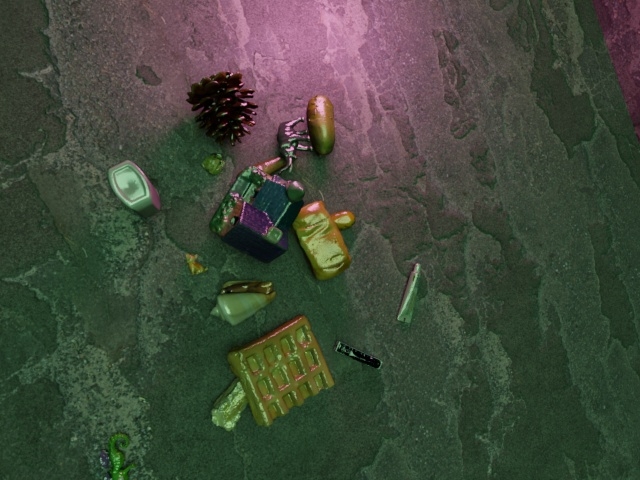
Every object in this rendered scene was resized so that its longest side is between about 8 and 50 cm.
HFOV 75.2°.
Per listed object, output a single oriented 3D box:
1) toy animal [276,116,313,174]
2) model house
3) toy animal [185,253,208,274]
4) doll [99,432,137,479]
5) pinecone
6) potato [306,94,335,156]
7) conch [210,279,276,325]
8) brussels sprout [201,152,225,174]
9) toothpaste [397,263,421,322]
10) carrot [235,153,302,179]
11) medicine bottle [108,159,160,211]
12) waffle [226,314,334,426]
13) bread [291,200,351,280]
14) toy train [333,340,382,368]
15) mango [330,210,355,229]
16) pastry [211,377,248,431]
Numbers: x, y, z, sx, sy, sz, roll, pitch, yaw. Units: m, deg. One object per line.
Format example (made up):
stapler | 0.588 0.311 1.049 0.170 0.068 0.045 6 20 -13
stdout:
toy animal | -0.102 -0.370 1.618 0.137 0.082 0.269 -7 61 4
model house | -0.202 -0.094 1.477 0.245 0.280 0.312 35 84 -27
toy animal | -0.465 0.084 1.550 0.081 0.060 0.083 -15 90 25
doll | -0.701 0.767 1.443 0.115 0.050 0.190 -10 86 -11
pinecone | -0.346 -0.477 1.529 0.264 0.264 0.264 1 86 -14
potato | 0.001 -0.456 1.657 0.113 0.149 0.251 0 86 -7
conch | -0.294 0.235 1.564 0.255 0.127 0.158 -6 56 -35
brussels sprout | -0.404 -0.299 1.595 0.085 0.058 0.085 7 75 -28
toothpaste | 0.382 0.221 1.758 0.067 0.037 0.255 17 85 -18
carrot | -0.196 -0.291 1.644 0.298 0.078 0.078 -31 93 -20
medicine bottle | -0.617 -0.162 1.407 0.111 0.296 0.161 -30 95 -13
waffle | -0.138 0.470 1.538 0.348 0.077 0.304 -22 90 -35
bread | 0.000 0.000 1.634 0.167 0.132 0.294 -25 93 -8
toy train | 0.153 0.464 1.677 0.208 0.047 0.043 26 81 -11
mango | 0.086 -0.082 1.698 0.114 0.057 0.078 -3 97 -8
pastry | -0.291 0.572 1.537 0.121 0.089 0.258 41 79 -3
